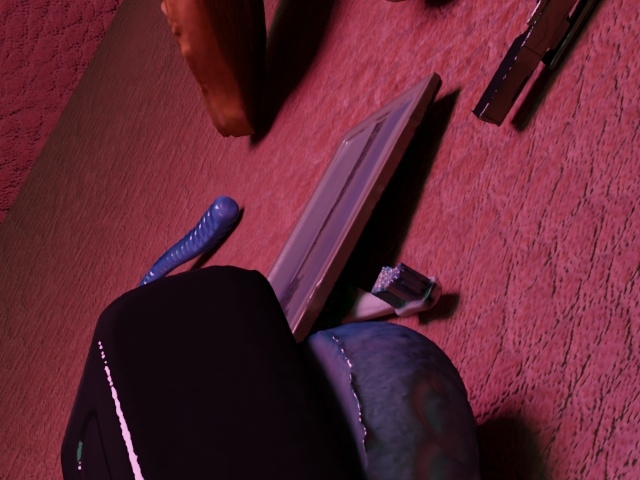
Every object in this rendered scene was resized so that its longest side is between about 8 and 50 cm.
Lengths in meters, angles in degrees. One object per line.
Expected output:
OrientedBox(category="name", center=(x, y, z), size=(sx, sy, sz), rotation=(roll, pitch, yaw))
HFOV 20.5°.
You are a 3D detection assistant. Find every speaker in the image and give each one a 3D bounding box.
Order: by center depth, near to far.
OrientedBox(category="speaker", center=(-0.099, 0.156, 1.040), size=(0.388, 0.184, 0.180), rotation=(-118, 44, -62))

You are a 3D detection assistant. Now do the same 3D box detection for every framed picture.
OrientedBox(category="framed picture", center=(0.000, 0.000, 1.527), size=(0.289, 0.016, 0.213), rotation=(-61, 12, -19))

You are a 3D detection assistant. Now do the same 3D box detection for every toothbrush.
OrientedBox(category="toothbrush", center=(0.012, 0.056, 1.473), size=(0.042, 0.040, 0.418), rotation=(-64, 12, -13))

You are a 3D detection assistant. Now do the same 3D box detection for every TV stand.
OrientedBox(category="TV stand", center=(0.187, -0.194, 1.304), size=(0.249, 0.042, 0.036), rotation=(-60, 20, 13))

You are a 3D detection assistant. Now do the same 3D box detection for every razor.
OrientedBox(category="razor", center=(-0.163, 0.027, 2.015), size=(0.253, 0.042, 0.082), rotation=(-45, 23, 44))

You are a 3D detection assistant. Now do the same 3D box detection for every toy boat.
OrientedBox(category="toy boat", center=(0.041, 0.204, 1.078), size=(0.215, 0.123, 0.330), rotation=(123, 153, -47))

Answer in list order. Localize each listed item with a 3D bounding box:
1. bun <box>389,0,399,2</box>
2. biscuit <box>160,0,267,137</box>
OrientedBox(category="bun", center=(0.080, -0.332, 1.641), size=(0.244, 0.153, 0.243), rotation=(-24, 61, 56))
OrientedBox(category="biscuit", center=(-0.134, -0.331, 2.023), size=(0.365, 0.062, 0.385), rotation=(69, -164, -48))
